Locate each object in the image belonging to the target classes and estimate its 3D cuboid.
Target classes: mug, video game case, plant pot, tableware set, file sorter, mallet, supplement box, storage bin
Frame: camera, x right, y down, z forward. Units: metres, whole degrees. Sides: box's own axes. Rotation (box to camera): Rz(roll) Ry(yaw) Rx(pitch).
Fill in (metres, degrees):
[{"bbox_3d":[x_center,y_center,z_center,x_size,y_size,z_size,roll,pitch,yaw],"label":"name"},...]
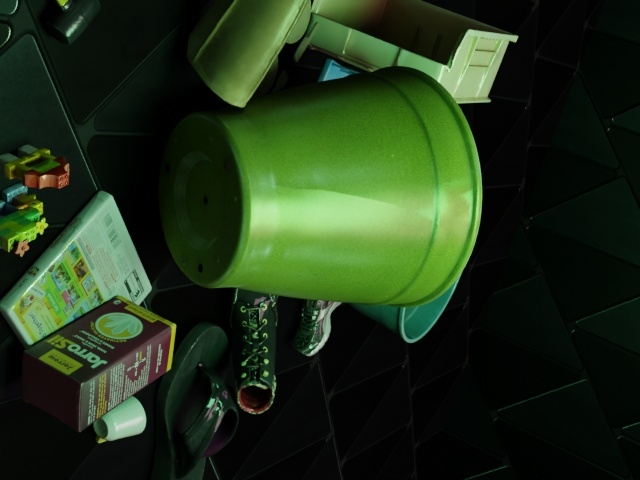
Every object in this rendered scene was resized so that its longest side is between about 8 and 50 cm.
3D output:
[{"bbox_3d":[-0.310,0.281,1.615,0.064,0.062,0.078,-18,122,-50],"label":"mug"},{"bbox_3d":[-0.322,0.075,1.432,0.206,0.026,0.227,-53,155,-27],"label":"video game case"},{"bbox_3d":[-0.024,-0.065,1.513,0.353,0.366,0.366,-6,121,-37],"label":"plant pot"},{"bbox_3d":[-0.075,-0.298,1.585,0.194,0.039,0.128,-60,150,-21],"label":"tableware set"},{"bbox_3d":[0.113,0.020,2.012,0.271,0.255,0.271,-47,150,-38],"label":"plant pot"},{"bbox_3d":[0.063,-0.227,1.861,0.118,0.105,0.170,-67,157,3],"label":"file sorter"},{"bbox_3d":[-0.290,-0.296,1.136,0.062,0.039,0.189,-52,150,-26],"label":"mallet"},{"bbox_3d":[-0.292,0.159,1.411,0.188,0.104,0.080,-34,141,-52],"label":"supplement box"},{"bbox_3d":[0.145,-0.327,1.743,0.260,0.262,0.123,-14,127,-61],"label":"storage bin"}]

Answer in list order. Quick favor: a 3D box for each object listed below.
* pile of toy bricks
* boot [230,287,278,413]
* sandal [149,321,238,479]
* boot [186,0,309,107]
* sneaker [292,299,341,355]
[{"bbox_3d":[-0.356,-0.018,1.168,0.212,0.105,0.118,-36,143,-49],"label":"pile of toy bricks"},{"bbox_3d":[-0.108,0.158,1.786,0.178,0.085,0.236,-98,-171,-45],"label":"boot"},{"bbox_3d":[-0.205,0.339,1.828,0.167,0.107,0.445,-30,137,-55],"label":"sandal"},{"bbox_3d":[-0.095,-0.349,1.380,0.089,0.236,0.269,9,128,-48],"label":"boot"},{"bbox_3d":[-0.014,0.138,2.115,0.077,0.072,0.178,46,62,-53],"label":"sneaker"}]
